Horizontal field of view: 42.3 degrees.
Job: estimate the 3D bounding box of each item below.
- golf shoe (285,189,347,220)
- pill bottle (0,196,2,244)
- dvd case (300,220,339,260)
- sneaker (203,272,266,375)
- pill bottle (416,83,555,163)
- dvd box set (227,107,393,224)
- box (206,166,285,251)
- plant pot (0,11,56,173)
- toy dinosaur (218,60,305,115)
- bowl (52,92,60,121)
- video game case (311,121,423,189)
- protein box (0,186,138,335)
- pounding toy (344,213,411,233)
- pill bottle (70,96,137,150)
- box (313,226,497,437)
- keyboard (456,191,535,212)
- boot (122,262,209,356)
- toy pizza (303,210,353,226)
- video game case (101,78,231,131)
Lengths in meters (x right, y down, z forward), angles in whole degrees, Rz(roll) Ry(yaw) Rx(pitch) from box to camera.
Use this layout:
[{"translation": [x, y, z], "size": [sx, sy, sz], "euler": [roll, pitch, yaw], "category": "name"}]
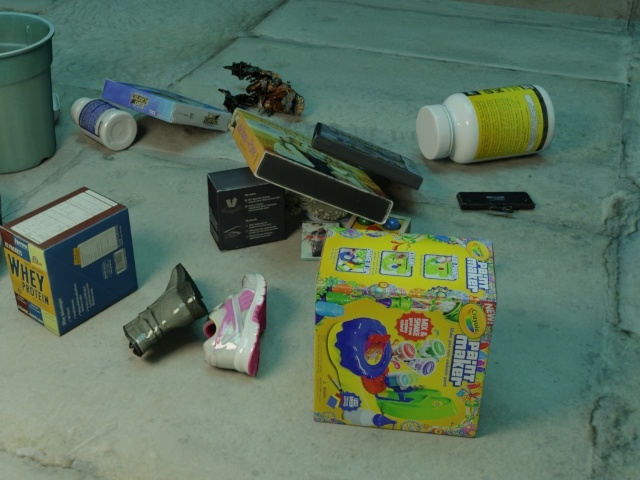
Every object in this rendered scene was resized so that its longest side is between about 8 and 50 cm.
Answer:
[{"translation": [-0.015, -0.095, 1.918], "size": [0.176, 0.069, 0.086], "euler": [7, 33, 13], "category": "golf shoe"}, {"translation": [-0.765, -0.035, 1.762], "size": [0.162, 0.162, 0.278], "euler": [-10, 35, -17], "category": "pill bottle"}, {"translation": [0.000, 0.000, 1.847], "size": [0.087, 0.013, 0.119], "euler": [0, 42, 2], "category": "dvd case"}, {"translation": [-0.161, 0.145, 1.556], "size": [0.111, 0.103, 0.252], "euler": [4, 32, 2], "category": "sneaker"}, {"translation": [0.434, -0.306, 2.192], "size": [0.333, 0.188, 0.188], "euler": [-9, 34, -16], "category": "pill bottle"}, {"translation": [-0.035, -0.177, 1.865], "size": [0.307, 0.062, 0.420], "euler": [20, 15, -20], "category": "dvd box set"}, {"translation": [-0.165, -0.075, 1.845], "size": [0.155, 0.158, 0.093], "euler": [-11, 35, -19], "category": "box"}, {"translation": [-0.833, -0.372, 2.121], "size": [0.341, 0.334, 0.341], "euler": [1, 32, -1], "category": "plant pot"}, {"translation": [-0.178, -0.448, 2.478], "size": [0.218, 0.164, 0.322], "euler": [-5, 12, -36], "category": "toy dinosaur"}, {"translation": [-0.822, -0.371, 2.379], "size": [0.142, 0.053, 0.142], "euler": [-9, 34, -16], "category": "bowl"}, {"translation": [0.112, -0.213, 2.033], "size": [0.274, 0.035, 0.248], "euler": [22, 15, -5], "category": "video game case"}, {"translation": [-0.487, 0.037, 1.622], "size": [0.136, 0.200, 0.201], "euler": [24, 39, 31], "category": "protein box"}, {"translation": [0.148, 0.020, 1.766], "size": [0.206, 0.094, 0.181], "euler": [11, 34, 16], "category": "pounding toy"}, {"translation": [-0.598, -0.326, 2.260], "size": [0.186, 0.112, 0.112], "euler": [29, 42, 35], "category": "pill bottle"}, {"translation": [0.136, 0.152, 1.383], "size": [0.279, 0.290, 0.177], "euler": [4, 33, 6], "category": "box"}, {"translation": [0.429, -0.090, 2.014], "size": [0.180, 0.023, 0.108], "euler": [-1, 27, -2], "category": "keyboard"}, {"translation": [-0.309, 0.130, 1.584], "size": [0.161, 0.083, 0.246], "euler": [-32, 16, -5], "category": "boot"}, {"translation": [0.055, -0.085, 1.979], "size": [0.201, 0.032, 0.201], "euler": [-2, 37, 1], "category": "toy pizza"}, {"translation": [-0.426, -0.377, 2.305], "size": [0.269, 0.061, 0.244], "euler": [22, 13, 29], "category": "video game case"}]
